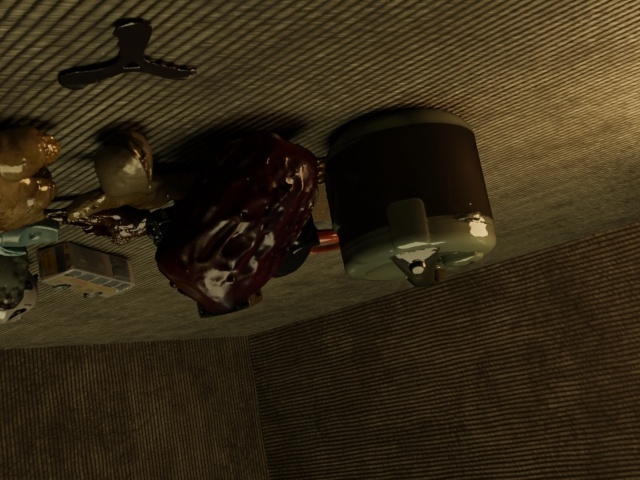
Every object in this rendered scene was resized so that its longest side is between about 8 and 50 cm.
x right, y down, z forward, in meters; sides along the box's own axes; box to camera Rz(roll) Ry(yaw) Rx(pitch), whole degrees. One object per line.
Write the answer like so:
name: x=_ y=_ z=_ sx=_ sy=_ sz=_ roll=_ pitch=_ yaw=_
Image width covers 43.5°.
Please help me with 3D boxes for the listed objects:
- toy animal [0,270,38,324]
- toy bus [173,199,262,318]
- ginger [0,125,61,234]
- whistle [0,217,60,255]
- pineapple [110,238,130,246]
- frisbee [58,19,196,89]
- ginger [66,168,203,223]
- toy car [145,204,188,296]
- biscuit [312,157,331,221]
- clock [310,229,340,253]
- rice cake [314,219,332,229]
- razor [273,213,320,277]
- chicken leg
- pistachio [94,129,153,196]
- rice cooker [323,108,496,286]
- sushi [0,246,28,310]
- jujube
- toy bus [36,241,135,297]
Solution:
toy animal: x=-0.868 y=0.146 z=2.115 sx=0.235 sy=0.165 sz=0.187 roll=-6 pitch=-171 yaw=-14
toy bus: x=-0.227 y=0.020 z=1.808 sx=0.139 sy=0.290 sz=0.157 roll=-15 pitch=179 yaw=14
ginger: x=-0.546 y=-0.107 z=1.270 sx=0.236 sy=0.166 sz=0.375 roll=0 pitch=173 yaw=-2
whistle: x=-0.665 y=-0.029 z=1.602 sx=0.274 sy=0.093 sz=0.186 roll=4 pitch=138 yaw=-17
pineapple: x=-0.475 y=-0.025 z=1.921 sx=0.058 sy=0.058 sz=0.124 roll=-5 pitch=166 yaw=-19
frisbee: x=-0.265 y=-0.255 z=1.168 sx=0.211 sy=0.012 sz=0.187 roll=-20 pitch=165 yaw=39
ginger: x=-0.358 y=-0.095 z=1.582 sx=0.148 sy=0.081 sz=0.333 roll=-1 pitch=-172 yaw=32
toy car: x=-0.289 y=0.022 z=1.697 sx=0.103 sy=0.216 sz=0.063 roll=-15 pitch=-155 yaw=14
biscuit: x=-0.009 y=-0.110 z=1.908 sx=0.094 sy=0.054 sz=0.379 roll=-10 pitch=167 yaw=-4
clock: x=0.000 y=0.000 z=2.408 sx=0.205 sy=0.051 sz=0.205 roll=-9 pitch=169 yaw=-2
rice cake: x=0.131 y=-0.070 z=2.202 sx=0.298 sy=0.050 sz=0.106 roll=-5 pitch=167 yaw=-23
razor: x=-0.093 y=-0.034 z=1.832 sx=0.113 sy=0.204 sz=0.349 roll=-21 pitch=172 yaw=-18
chicken leg: x=-0.510 y=-0.057 z=1.717 sx=0.304 sy=0.093 sz=0.113 roll=3 pitch=146 yaw=-20
pistachio: x=-0.345 y=-0.135 z=1.417 sx=0.113 sy=0.113 sz=0.149 roll=-4 pitch=167 yaw=-24
rice cooker: x=0.178 y=-0.067 z=1.620 sx=0.335 sy=0.325 sz=0.335 roll=-10 pitch=167 yaw=-2
sushi: x=-0.806 y=0.055 z=1.782 sx=0.182 sy=0.196 sz=0.343 roll=4 pitch=172 yaw=35
jujube: x=-0.161 y=-0.036 z=1.532 sx=0.258 sy=0.377 sz=0.258 roll=26 pitch=-166 yaw=-7
toy bus: x=-0.639 y=0.083 z=2.194 sx=0.138 sy=0.097 sz=0.342 roll=-20 pitch=164 yaw=13
